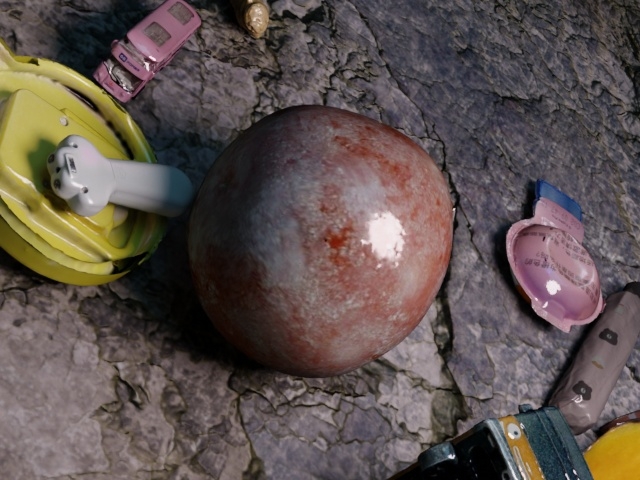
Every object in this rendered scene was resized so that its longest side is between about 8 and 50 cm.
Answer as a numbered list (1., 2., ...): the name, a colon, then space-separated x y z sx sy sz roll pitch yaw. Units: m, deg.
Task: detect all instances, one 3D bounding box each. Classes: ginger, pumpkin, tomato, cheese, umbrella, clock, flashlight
1. ginger: -0.118 -0.403 1.821 0.089 0.075 0.288 60 15 -59
2. pumpkin: 0.393 0.401 1.647 0.148 0.169 0.312 61 36 -45
3. tomato: 0.000 0.000 1.451 0.283 0.317 0.316 28 46 -31
4. cheese: 0.351 0.019 1.896 0.189 0.074 0.286 31 42 -18
5. umbrella: 0.415 0.160 1.851 0.073 0.067 0.337 61 40 -17
6. clock: -0.303 -0.078 1.438 0.293 0.071 0.277 39 38 -25
7. flashlight: -0.222 -0.063 1.424 0.200 0.047 0.093 8 58 -51

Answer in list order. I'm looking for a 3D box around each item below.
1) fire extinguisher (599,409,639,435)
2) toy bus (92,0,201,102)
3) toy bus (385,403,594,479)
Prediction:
1. fire extinguisher: 0.473 0.343 1.745 0.071 0.099 0.231 1 59 -50
2. toy bus: -0.214 -0.244 1.596 0.063 0.090 0.203 41 29 -8
3. toy bus: 0.161 0.294 1.400 0.167 0.275 0.138 -4 64 -42
